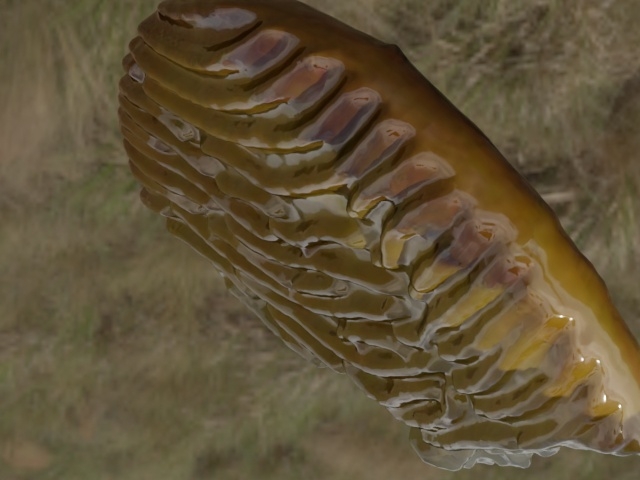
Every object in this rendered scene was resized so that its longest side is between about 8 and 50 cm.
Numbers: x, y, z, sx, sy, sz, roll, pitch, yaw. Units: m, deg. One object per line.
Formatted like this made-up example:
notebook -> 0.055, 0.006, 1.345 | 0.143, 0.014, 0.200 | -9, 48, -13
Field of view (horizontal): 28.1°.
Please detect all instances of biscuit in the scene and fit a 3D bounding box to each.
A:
biscuit -> -0.001, 0.001, 0.405 | 0.031, 0.176, 0.228 | -34, -166, -25
